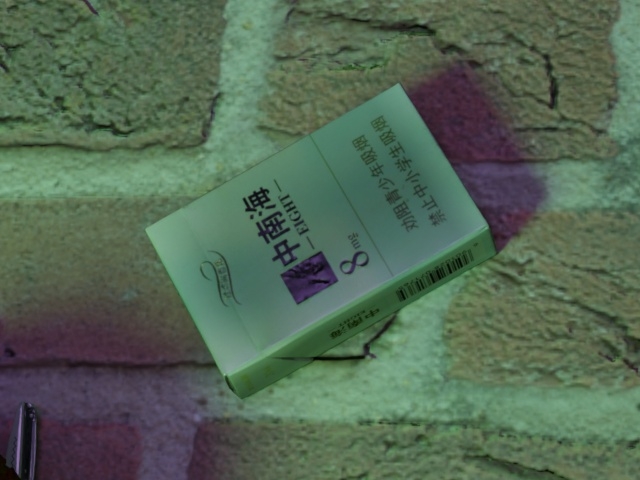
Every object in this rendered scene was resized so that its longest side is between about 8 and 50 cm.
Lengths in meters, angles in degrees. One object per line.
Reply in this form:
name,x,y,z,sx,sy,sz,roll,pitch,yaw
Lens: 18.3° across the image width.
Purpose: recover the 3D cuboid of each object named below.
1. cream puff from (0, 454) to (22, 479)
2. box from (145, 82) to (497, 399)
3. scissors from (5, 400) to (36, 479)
cream puff,-0.329,0.230,1.486,0.303,0.303,0.212,13,36,17
box,0.000,0.000,1.600,0.243,0.067,0.155,-29,64,0
scissors,-0.245,0.216,1.594,0.085,0.022,0.176,-1,72,20
